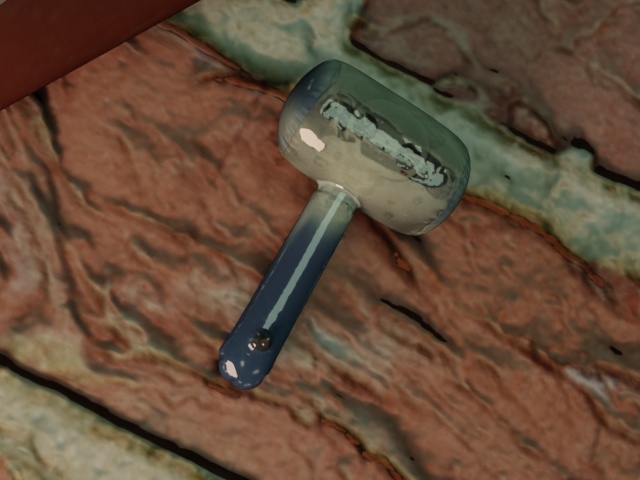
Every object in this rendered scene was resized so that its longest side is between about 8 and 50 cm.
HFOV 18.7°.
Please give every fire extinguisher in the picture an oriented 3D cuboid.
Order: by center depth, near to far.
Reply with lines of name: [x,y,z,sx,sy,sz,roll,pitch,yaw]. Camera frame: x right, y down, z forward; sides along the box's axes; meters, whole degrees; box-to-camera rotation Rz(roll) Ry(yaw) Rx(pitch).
fire extinguisher: [-0.119,-0.185,1.100,0.337,0.106,0.147,-33,64,-24]

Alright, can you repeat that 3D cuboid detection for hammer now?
hammer: [0.000,0.000,1.113,0.116,0.069,0.194,32,77,-10]
